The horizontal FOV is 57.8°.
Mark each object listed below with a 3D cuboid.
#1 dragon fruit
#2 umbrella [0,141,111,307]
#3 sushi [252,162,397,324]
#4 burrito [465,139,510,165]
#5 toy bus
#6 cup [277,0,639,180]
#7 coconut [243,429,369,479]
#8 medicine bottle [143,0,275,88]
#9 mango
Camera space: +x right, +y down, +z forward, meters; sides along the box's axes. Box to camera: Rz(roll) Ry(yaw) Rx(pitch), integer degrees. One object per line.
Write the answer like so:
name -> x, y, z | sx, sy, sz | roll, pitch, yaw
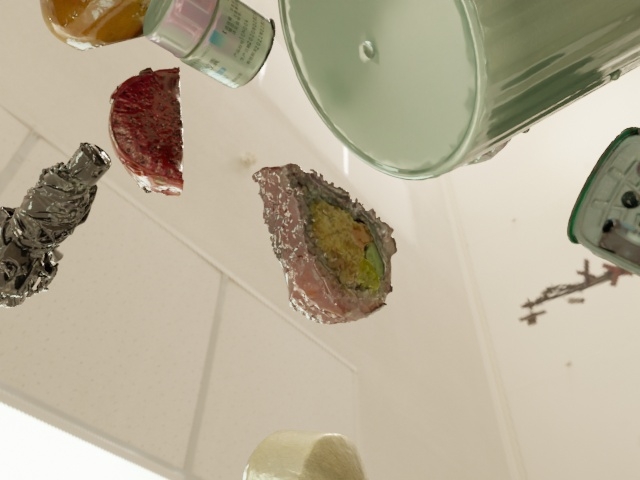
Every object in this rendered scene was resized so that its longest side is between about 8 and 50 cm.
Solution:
dragon fruit -> -0.328, -0.170, 1.094 | 0.134, 0.211, 0.262 | -2, -120, -14
umbrella -> -0.438, -0.030, 0.921 | 0.128, 0.337, 0.154 | 29, -163, -42
sushi -> -0.003, 0.018, 0.783 | 0.241, 0.107, 0.161 | 35, -125, -32
burrito -> 0.354, -0.229, 1.427 | 0.143, 0.228, 0.089 | -6, -94, -42
toy bus -> 0.523, -0.014, 0.770 | 0.343, 0.184, 0.199 | 30, -160, 19
cup -> 0.165, -0.262, 0.624 | 0.392, 0.401, 0.310 | -33, -78, -25
coconut -> -0.018, 0.508, 1.179 | 0.237, 0.265, 0.238 | 21, -116, -51
medicine bottle -> -0.175, -0.333, 0.910 | 0.168, 0.135, 0.135 | 24, -139, -37
mango -> -0.372, -0.420, 0.991 | 0.136, 0.235, 0.166 | -69, -32, -58
